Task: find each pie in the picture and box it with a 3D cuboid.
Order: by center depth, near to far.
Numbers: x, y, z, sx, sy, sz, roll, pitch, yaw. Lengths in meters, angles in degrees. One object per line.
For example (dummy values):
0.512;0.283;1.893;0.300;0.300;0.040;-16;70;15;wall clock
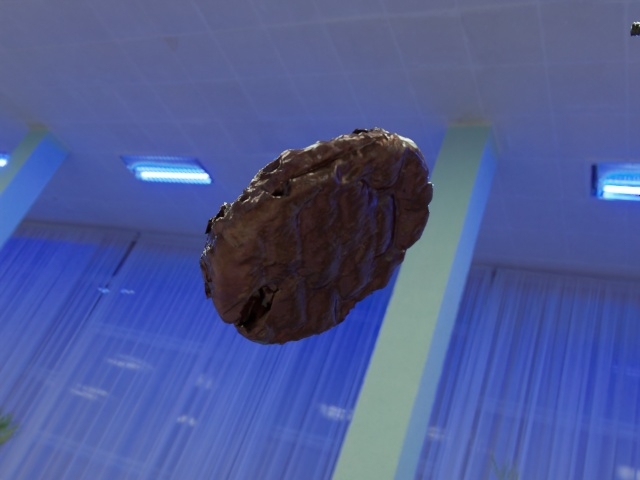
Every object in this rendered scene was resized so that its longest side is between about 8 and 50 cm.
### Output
0.000;0.000;0.382;0.038;0.153;0.154;47;-13;37;pie

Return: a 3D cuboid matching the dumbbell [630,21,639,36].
0.391;-0.196;0.582;0.208;0.099;0.099;13;-29;42;dumbbell
